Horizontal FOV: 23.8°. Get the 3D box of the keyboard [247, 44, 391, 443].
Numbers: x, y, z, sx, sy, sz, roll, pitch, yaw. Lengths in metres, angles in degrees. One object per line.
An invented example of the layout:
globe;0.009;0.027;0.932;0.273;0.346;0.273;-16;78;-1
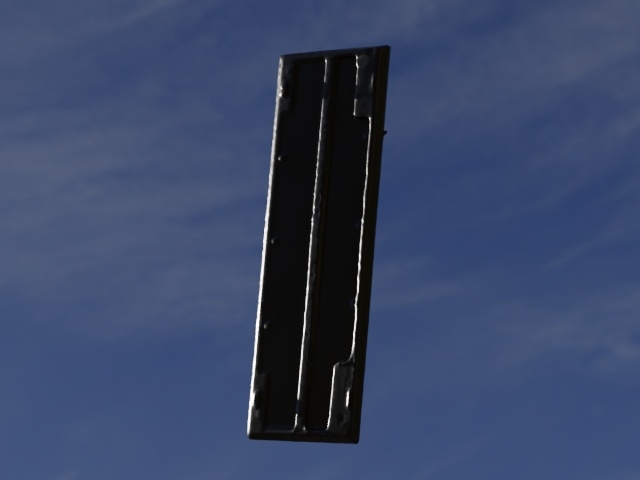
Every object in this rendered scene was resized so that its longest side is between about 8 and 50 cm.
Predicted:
keyboard;0.000;0.000;0.764;0.067;0.202;0.011;-2;-14;30
